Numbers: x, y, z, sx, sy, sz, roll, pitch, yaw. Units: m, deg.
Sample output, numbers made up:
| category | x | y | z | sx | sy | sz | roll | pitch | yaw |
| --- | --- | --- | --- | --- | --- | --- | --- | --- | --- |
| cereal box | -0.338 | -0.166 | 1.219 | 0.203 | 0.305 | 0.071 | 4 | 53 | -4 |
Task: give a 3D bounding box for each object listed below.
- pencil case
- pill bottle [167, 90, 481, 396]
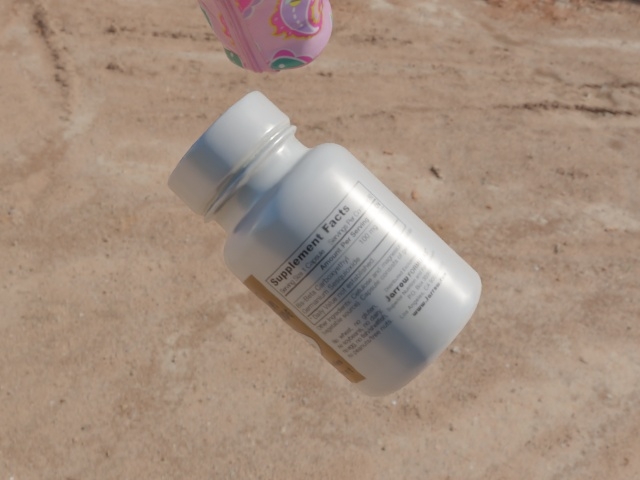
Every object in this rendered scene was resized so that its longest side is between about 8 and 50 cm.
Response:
| category | x | y | z | sx | sy | sz | roll | pitch | yaw |
| --- | --- | --- | --- | --- | --- | --- | --- | --- | --- |
| pencil case | -0.081 | -0.258 | 0.608 | 0.124 | 0.284 | 0.124 | -7 | 66 | 15 |
| pill bottle | 0.000 | 0.000 | 0.566 | 0.229 | 0.131 | 0.131 | 43 | 39 | -4 |
